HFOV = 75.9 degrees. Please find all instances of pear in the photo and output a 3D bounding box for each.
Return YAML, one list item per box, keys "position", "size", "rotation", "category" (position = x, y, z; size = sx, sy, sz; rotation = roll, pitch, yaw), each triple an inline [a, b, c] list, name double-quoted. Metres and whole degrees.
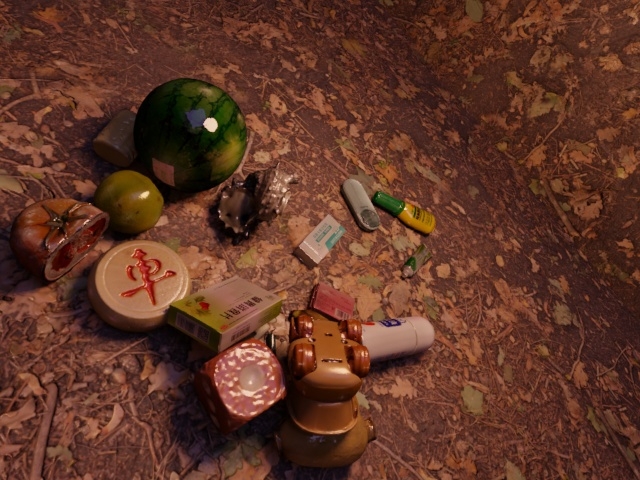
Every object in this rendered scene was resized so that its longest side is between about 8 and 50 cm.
- position: [-0.553, -0.095, 1.143]
  size: [0.216, 0.166, 0.180]
  rotation: [-29, 89, -16]
  category: "pear"

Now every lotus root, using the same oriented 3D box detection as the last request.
- position: [-0.016, 0.275, 1.270]
  size: [0.190, 0.094, 0.108]
  rotation: [47, 24, 10]
  category: "lotus root"
- position: [0.023, 0.519, 1.091]
  size: [0.304, 0.131, 0.146]
  rotation: [8, 88, -25]
  category: "lotus root"

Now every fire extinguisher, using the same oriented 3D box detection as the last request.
- position: [-0.147, 0.302, 1.211]
  size: [0.038, 0.025, 0.083]
  rotation: [-1, 58, -6]
  category: "fire extinguisher"

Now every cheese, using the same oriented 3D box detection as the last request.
- position: [-0.619, -0.322, 1.292]
  size: [0.123, 0.094, 0.167]
  rotation: [32, 51, -23]
  category: "cheese"

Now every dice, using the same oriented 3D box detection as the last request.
- position: [-0.202, 0.363, 1.034]
  size: [0.175, 0.179, 0.173]
  rotation: [-25, 76, -36]
  category: "dice"

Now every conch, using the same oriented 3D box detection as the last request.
- position: [-0.190, -0.120, 1.321]
  size: [0.186, 0.313, 0.240]
  rotation: [58, -3, -33]
  category: "conch"

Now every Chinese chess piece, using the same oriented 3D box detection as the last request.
- position: [-0.471, 0.115, 1.082]
  size: [0.251, 0.097, 0.250]
  rotation: [16, 53, -23]
  category: "Chinese chess piece"

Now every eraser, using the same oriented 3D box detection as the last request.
- position: [0.000, 0.000, 1.492]
  size: [0.095, 0.052, 0.225]
  rotation: [44, 46, -2]
  category: "eraser"

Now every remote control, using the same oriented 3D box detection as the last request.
- position: [0.164, -0.146, 1.696]
  size: [0.104, 0.052, 0.247]
  rotation: [-10, 66, -36]
  category: "remote control"

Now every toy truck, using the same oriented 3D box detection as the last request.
- position: [0.012, 0.335, 1.084]
  size: [0.205, 0.211, 0.288]
  rotation: [5, 19, -8]
  category: "toy truck"

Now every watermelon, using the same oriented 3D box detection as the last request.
- position: [-0.394, -0.325, 1.268]
  size: [0.364, 0.363, 0.362]
  rotation: [17, 52, -23]
  category: "watermelon"

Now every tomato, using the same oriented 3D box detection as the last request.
- position: [-0.657, -0.021, 1.008]
  size: [0.155, 0.180, 0.214]
  rotation: [31, 44, -2]
  category: "tomato"

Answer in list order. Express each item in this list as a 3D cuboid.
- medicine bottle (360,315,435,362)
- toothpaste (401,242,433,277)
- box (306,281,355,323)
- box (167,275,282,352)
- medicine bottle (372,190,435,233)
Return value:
- position: [0.239, 0.327, 1.368]
  size: [0.341, 0.130, 0.130]
  rotation: [0, 60, -32]
  category: "medicine bottle"
- position: [0.397, 0.086, 1.694]
  size: [0.078, 0.047, 0.248]
  rotation: [51, 45, 2]
  category: "toothpaste"
- position: [0.035, 0.217, 1.362]
  size: [0.156, 0.060, 0.111]
  rotation: [31, 48, -15]
  category: "box"
- position: [-0.247, 0.186, 1.101]
  size: [0.175, 0.062, 0.261]
  rotation: [22, 21, 23]
  category: "box"
- position: [0.366, -0.128, 1.798]
  size: [0.309, 0.076, 0.111]
  rotation: [24, 49, -15]
  category: "medicine bottle"
